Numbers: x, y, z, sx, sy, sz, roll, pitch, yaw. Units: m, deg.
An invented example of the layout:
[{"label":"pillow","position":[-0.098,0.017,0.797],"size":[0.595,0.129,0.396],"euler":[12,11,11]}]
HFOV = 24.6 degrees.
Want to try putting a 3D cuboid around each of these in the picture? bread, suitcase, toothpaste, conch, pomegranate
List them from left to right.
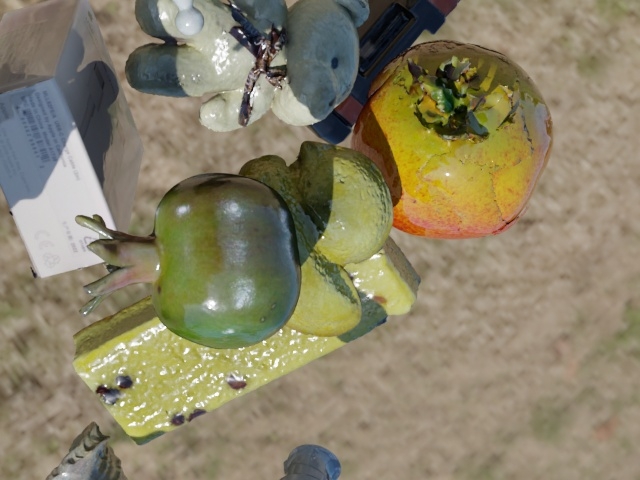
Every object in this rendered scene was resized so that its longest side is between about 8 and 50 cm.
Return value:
[{"label":"conch","position":[-0.253,0.319,1.589],"size":[0.163,0.245,0.178],"euler":[6,173,-10]},{"label":"pomegranate","position":[-0.113,0.020,1.247],"size":[0.191,0.152,0.131],"euler":[-6,173,-18]},{"label":"bread","position":[-0.078,0.086,1.569],"size":[0.361,0.077,0.138],"euler":[-27,117,10]},{"label":"toothpaste","position":[-0.032,0.274,1.272],"size":[0.234,0.057,0.089],"euler":[-68,151,-52]},{"label":"bread","position":[0.000,0.000,1.376],"size":[0.149,0.188,0.065],"euler":[-15,-176,5]},{"label":"suitcase","position":[0.058,-0.271,1.901],"size":[0.066,0.206,0.285],"euler":[38,96,-33]},{"label":"pomegranate","position":[0.132,-0.103,1.484],"size":[0.210,0.210,0.235],"euler":[-38,164,-7]}]

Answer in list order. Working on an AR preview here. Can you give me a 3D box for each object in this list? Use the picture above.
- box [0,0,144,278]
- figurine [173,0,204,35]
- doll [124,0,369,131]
[{"label":"box","position":[-0.267,-0.113,1.504],"size":[0.106,0.252,0.203],"euler":[-16,118,6]},{"label":"figurine","position":[-0.194,-0.358,1.305],"size":[0.167,0.370,0.281],"euler":[-40,-165,6]},{"label":"doll","position":[-0.078,-0.204,1.646],"size":[0.278,0.149,0.175],"euler":[3,139,-23]}]
